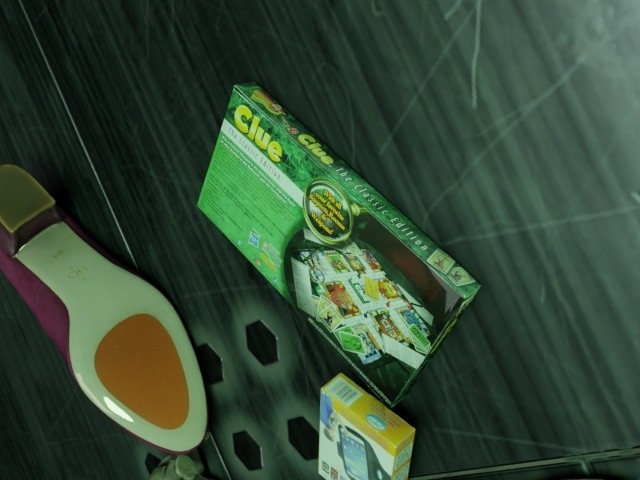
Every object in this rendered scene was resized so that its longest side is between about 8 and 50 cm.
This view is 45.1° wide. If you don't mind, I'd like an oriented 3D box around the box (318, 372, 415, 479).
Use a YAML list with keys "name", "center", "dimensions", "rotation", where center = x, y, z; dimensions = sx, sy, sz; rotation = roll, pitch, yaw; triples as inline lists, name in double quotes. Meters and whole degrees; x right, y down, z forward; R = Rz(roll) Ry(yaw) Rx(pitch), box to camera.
- name: "box"
  center: [0.035, 0.183, 0.648]
  dimensions: [0.081, 0.028, 0.136]
  rotation: [32, 137, 33]

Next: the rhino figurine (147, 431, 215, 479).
- name: "rhino figurine"
  center: [-0.099, 0.318, 0.816]
  dimensions: [0.243, 0.073, 0.106]
  rotation: [51, 130, 16]

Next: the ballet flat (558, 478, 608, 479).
- name: "ballet flat"
  center: [0.143, 0.210, 0.540]
  dimensions: [0.206, 0.067, 0.073]
  rotation: [-25, 87, 46]

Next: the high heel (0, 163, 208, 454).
- name: "high heel"
  center: [-0.251, 0.088, 0.876]
  dimensions: [0.377, 0.127, 0.181]
  rotation: [54, 158, 12]

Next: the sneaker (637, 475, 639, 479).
- name: "sneaker"
  center: [0.258, 0.198, 0.414]
  dimensions: [0.211, 0.081, 0.080]
  rotation: [38, 127, 26]

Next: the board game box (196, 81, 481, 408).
- name: "board game box"
  center: [0.000, 0.000, 0.627]
  dimensions: [0.260, 0.030, 0.136]
  rotation: [45, 134, 22]
